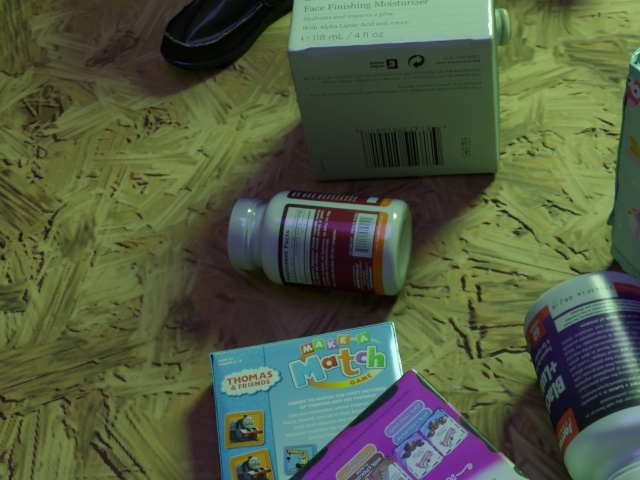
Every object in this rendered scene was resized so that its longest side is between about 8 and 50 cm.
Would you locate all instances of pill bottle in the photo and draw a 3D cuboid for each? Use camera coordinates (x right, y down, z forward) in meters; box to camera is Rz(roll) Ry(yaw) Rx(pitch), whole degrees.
[{"bbox_3d":[0.000,0.000,1.237,0.152,0.086,0.086,6,53,14],"label":"pill bottle"},{"bbox_3d":[0.231,0.129,1.080,0.108,0.108,0.194,-12,50,0],"label":"pill bottle"}]

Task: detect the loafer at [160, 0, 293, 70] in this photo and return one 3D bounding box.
[{"bbox_3d":[-0.085,-0.262,1.464,0.080,0.078,0.220,33,63,30],"label":"loafer"}]

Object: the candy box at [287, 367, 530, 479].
[{"bbox_3d":[0.091,0.230,1.008,0.159,0.071,0.233,-40,68,-14],"label":"candy box"}]

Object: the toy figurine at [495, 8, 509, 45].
[{"bbox_3d":[0.106,-0.296,1.374,0.148,0.210,0.213,-4,52,-12],"label":"toy figurine"}]

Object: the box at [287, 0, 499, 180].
[{"bbox_3d":[0.072,-0.157,1.288,0.180,0.182,0.119,-3,52,8],"label":"box"}]

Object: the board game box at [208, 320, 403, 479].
[{"bbox_3d":[-0.002,0.172,1.129,0.160,0.039,0.212,-10,52,1],"label":"board game box"}]

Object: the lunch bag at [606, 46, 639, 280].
[{"bbox_3d":[0.362,-0.041,1.119,0.262,0.223,0.160,11,47,18],"label":"lunch bag"}]
